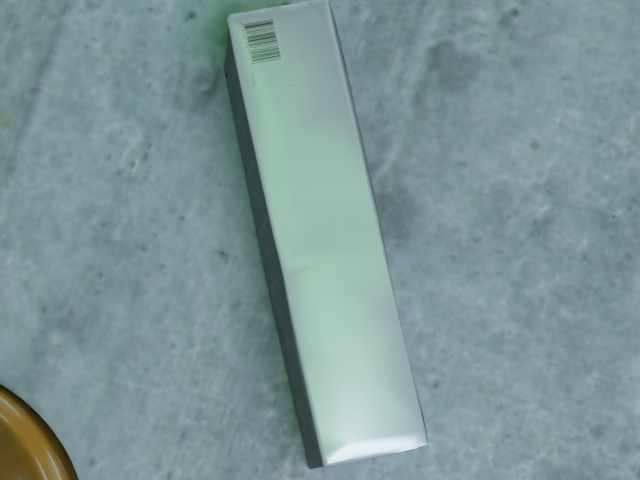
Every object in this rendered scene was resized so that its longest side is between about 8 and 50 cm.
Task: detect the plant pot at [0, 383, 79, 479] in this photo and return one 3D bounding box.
[{"bbox_3d":[-0.221,0.152,0.718,0.205,0.188,0.205,1,81,-4],"label":"plant pot"}]

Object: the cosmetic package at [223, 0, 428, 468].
[{"bbox_3d":[0.000,0.000,0.806,0.060,0.099,0.239,-11,82,-9],"label":"cosmetic package"}]
